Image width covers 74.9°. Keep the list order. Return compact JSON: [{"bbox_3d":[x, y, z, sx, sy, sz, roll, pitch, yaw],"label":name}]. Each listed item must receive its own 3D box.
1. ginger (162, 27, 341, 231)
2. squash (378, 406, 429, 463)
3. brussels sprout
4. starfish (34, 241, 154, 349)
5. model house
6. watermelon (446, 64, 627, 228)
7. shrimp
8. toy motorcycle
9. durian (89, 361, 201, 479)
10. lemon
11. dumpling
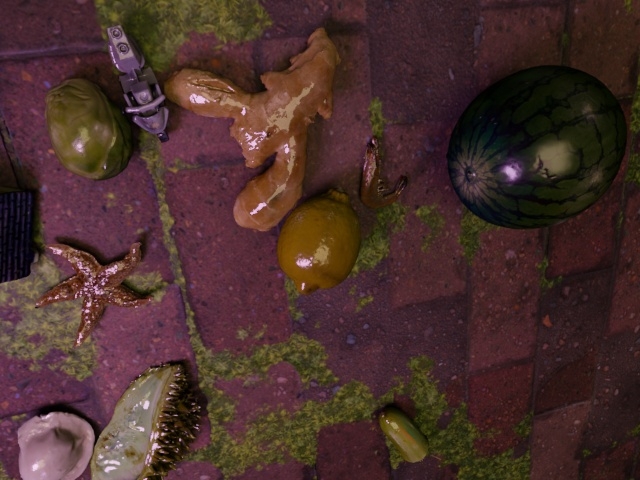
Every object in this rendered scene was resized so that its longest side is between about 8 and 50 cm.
[{"bbox_3d":[-0.084,-0.224,0.860,0.348,0.122,0.363,-24,103,3],"label":"ginger"},{"bbox_3d":[0.237,0.555,1.220,0.095,0.095,0.188,-37,113,-1],"label":"squash"},{"bbox_3d":[-0.424,-0.200,0.771,0.131,0.145,0.183,-17,120,-37],"label":"brussels sprout"},{"bbox_3d":[-0.483,0.097,0.892,0.235,0.062,0.277,32,100,-21],"label":"starfish"},{"bbox_3d":[-0.654,-0.026,0.786,0.211,0.170,0.194,1,103,-45],"label":"model house"},{"bbox_3d":[0.451,-0.194,0.899,0.363,0.363,0.364,-5,109,-13],"label":"watermelon"},{"bbox_3d":[0.154,-0.159,0.990,0.124,0.034,0.178,-3,110,-17],"label":"shrimp"},{"bbox_3d":[-0.336,-0.283,0.770,0.080,0.122,0.215,-22,112,-12],"label":"toy motorcycle"},{"bbox_3d":[-0.419,0.475,1.034,0.198,0.163,0.394,27,97,18],"label":"durian"},{"bbox_3d":[0.000,0.000,0.925,0.184,0.184,0.249,24,84,-21],"label":"lemon"},{"bbox_3d":[-0.607,0.489,0.970,0.155,0.111,0.181,-24,137,-27],"label":"dumpling"}]
